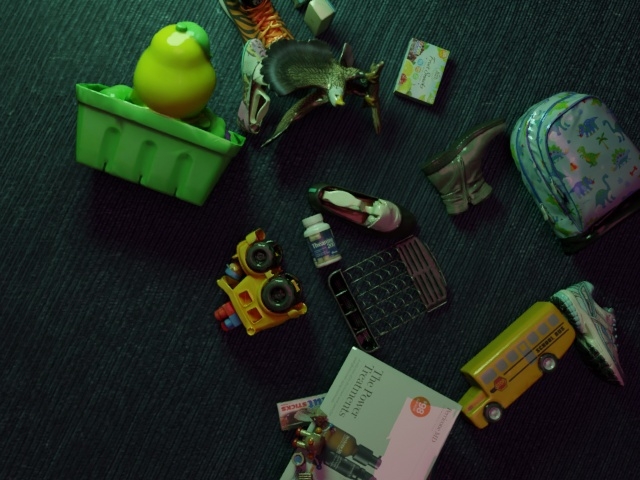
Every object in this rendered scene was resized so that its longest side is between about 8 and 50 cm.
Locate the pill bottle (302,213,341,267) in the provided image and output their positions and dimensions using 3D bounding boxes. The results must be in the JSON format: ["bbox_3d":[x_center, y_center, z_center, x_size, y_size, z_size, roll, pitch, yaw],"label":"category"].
[{"bbox_3d":[0.000,0.000,1.803,0.067,0.067,0.120,-21,91,-8],"label":"pill bottle"}]

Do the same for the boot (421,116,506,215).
[{"bbox_3d":[0.380,-0.179,1.868,0.246,0.083,0.161,-36,99,-2],"label":"boot"}]

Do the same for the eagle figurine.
[{"bbox_3d":[-0.004,-0.344,1.738,0.298,0.225,0.227,-8,89,-9],"label":"eagle figurine"}]

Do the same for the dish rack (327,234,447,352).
[{"bbox_3d":[0.169,0.118,1.819,0.271,0.074,0.208,-27,92,-8],"label":"dish rack"}]

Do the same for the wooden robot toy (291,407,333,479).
[{"bbox_3d":[-0.027,0.445,1.647,0.076,0.079,0.173,14,74,12],"label":"wooden robot toy"}]

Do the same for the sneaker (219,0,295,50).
[{"bbox_3d":[-0.139,-0.505,1.749,0.124,0.180,0.321,-37,93,-8],"label":"sneaker"}]

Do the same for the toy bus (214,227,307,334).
[{"bbox_3d":[-0.163,0.110,1.751,0.211,0.149,0.220,-28,89,8],"label":"toy bus"}]

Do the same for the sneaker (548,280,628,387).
[{"bbox_3d":[0.692,0.228,1.871,0.122,0.110,0.283,-32,92,-11],"label":"sneaker"}]

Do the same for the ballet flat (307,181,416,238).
[{"bbox_3d":[0.103,-0.068,1.806,0.280,0.096,0.095,15,84,-7],"label":"ballet flat"}]

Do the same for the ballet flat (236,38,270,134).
[{"bbox_3d":[-0.143,-0.348,1.749,0.076,0.079,0.222,-20,132,-44],"label":"ballet flat"}]

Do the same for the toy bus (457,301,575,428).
[{"bbox_3d":[0.458,0.302,1.833,0.332,0.108,0.130,-39,93,-8],"label":"toy bus"}]

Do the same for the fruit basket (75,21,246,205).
[{"bbox_3d":[-0.332,-0.297,1.659,0.391,0.283,0.393,-1,102,-3],"label":"fruit basket"}]

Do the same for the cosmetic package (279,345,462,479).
[{"bbox_3d":[0.108,0.474,1.716,0.284,0.097,0.377,27,78,10],"label":"cosmetic package"}]

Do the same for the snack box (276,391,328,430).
[{"bbox_3d":[-0.012,0.401,1.806,0.178,0.022,0.064,-10,86,-8],"label":"snack box"}]

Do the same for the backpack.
[{"bbox_3d":[0.622,-0.187,1.827,0.290,0.273,0.356,-33,80,-1],"label":"backpack"}]

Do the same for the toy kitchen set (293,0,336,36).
[{"bbox_3d":[0.001,-0.630,1.804,0.166,0.122,0.207,-36,93,-8],"label":"toy kitchen set"}]

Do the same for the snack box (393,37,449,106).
[{"bbox_3d":[0.248,-0.413,1.871,0.100,0.037,0.141,18,85,-8],"label":"snack box"}]

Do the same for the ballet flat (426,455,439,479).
[{"bbox_3d":[0.228,0.580,1.813,0.077,0.091,0.241,11,81,23],"label":"ballet flat"}]
